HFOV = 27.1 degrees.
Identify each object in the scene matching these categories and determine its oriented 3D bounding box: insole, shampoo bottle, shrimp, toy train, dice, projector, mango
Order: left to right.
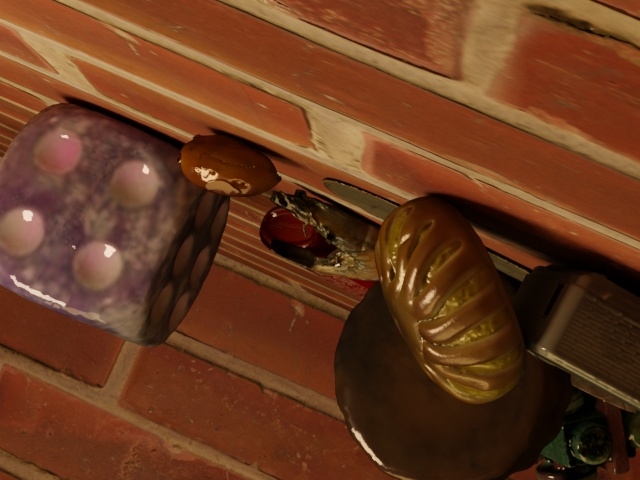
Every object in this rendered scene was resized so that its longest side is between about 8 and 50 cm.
[{"bbox_3d":[-0.298,-0.020,1.859,0.271,0.270,0.270,23,175,10],"label":"dice"},{"bbox_3d":[-0.106,-0.086,1.514,0.127,0.063,0.077,18,-152,26],"label":"mango"},{"bbox_3d":[0.000,0.000,1.723,0.217,0.051,0.150,34,145,-31],"label":"shrimp"},{"bbox_3d":[0.049,0.036,1.923,0.118,0.076,0.314,5,163,43],"label":"shampoo bottle"},{"bbox_3d":[0.159,0.006,1.529,0.348,0.009,0.119,25,174,-10],"label":"insole"},{"bbox_3d":[0.382,0.259,1.928,0.221,0.150,0.304,-10,-174,-12],"label":"toy train"},{"bbox_3d":[0.323,0.118,1.327,0.256,0.099,0.192,28,178,-6],"label":"projector"}]

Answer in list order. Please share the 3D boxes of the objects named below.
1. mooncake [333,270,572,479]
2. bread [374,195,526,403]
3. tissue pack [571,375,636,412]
[{"bbox_3d":[0.165,0.169,1.655,0.290,0.290,0.161,21,178,27],"label":"mooncake"},{"bbox_3d":[0.123,0.063,1.307,0.213,0.104,0.213,157,90,-81],"label":"bread"},{"bbox_3d":[0.388,0.175,1.776,0.111,0.079,0.085,25,175,-7],"label":"tissue pack"}]
